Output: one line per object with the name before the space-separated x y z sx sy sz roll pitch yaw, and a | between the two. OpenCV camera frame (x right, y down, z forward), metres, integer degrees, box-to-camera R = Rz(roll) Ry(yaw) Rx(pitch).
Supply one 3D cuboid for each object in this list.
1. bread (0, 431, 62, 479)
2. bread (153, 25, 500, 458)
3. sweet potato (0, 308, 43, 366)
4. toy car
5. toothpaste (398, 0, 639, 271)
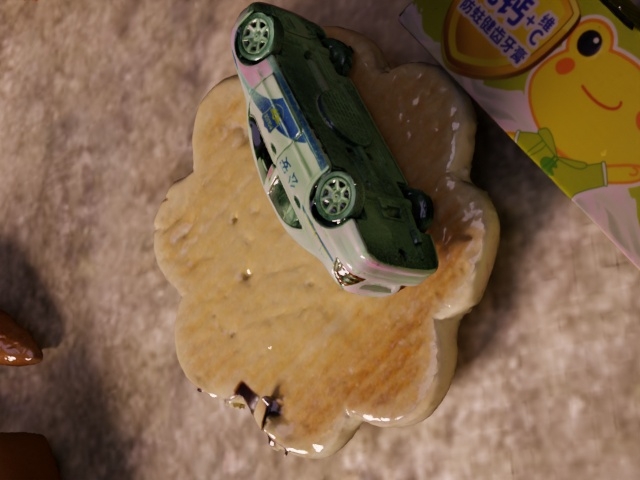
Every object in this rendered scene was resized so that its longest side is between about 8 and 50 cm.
bread | -0.225 0.259 1.190 0.049 0.088 0.226 -38 60 24
bread | 0.000 0.000 1.089 0.316 0.054 0.316 -7 78 37
sweet potato | -0.317 0.074 1.315 0.202 0.055 0.058 10 88 37
toy car | -0.001 -0.061 1.014 0.076 0.090 0.224 -41 60 28
toothpaste | 0.189 -0.081 0.946 0.110 0.077 0.327 -52 56 20
